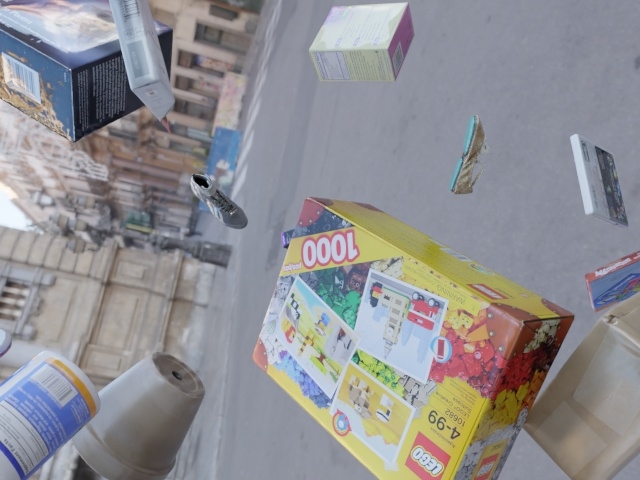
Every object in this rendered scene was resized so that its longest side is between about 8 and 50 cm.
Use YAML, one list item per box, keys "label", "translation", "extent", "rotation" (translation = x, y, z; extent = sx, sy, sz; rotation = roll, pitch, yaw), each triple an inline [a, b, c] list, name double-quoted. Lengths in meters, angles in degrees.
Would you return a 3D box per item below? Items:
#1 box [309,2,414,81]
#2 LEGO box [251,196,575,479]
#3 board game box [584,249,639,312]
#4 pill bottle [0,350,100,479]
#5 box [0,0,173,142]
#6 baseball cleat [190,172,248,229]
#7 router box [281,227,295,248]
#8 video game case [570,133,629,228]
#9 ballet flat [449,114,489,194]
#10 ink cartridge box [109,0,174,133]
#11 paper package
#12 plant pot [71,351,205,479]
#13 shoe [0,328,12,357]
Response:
- label: "box"
  translation: [0.124, -0.575, 1.839]
  extent: [0.117, 0.243, 0.213]
  rotation: [66, -142, -49]
- label: "LEGO box"
  translation: [0.135, 0.185, 1.155]
  extent: [0.500, 0.193, 0.372]
  rotation: [32, 110, 41]
- label: "board game box"
  translation: [0.746, 0.063, 1.436]
  extent: [0.145, 0.281, 0.027]
  rotation: [55, -167, -45]
- label: "pill bottle"
  translation: [-0.517, 0.324, 1.049]
  extent: [0.272, 0.152, 0.152]
  rotation: [-46, -11, -42]
- label: "box"
  translation: [-0.526, -0.399, 1.355]
  extent: [0.294, 0.296, 0.183]
  rotation: [-45, -20, -45]
- label: "baseball cleat"
  translation: [-0.291, -0.110, 1.785]
  extent: [0.072, 0.206, 0.109]
  rotation: [-51, -2, -14]
- label: "router box"
  translation: [0.000, 0.000, 1.696]
  extent: [0.133, 0.179, 0.046]
  rotation: [-19, 67, 28]
- label: "video game case"
  translation: [0.633, -0.131, 1.430]
  extent: [0.022, 0.173, 0.190]
  rotation: [-24, 63, 45]
- label: "ballet flat"
  translation: [0.368, -0.202, 1.521]
  extent: [0.073, 0.067, 0.206]
  rotation: [-80, 1, -55]
- label: "ink cartridge box"
  translation: [-0.286, -0.308, 1.082]
  extent: [0.232, 0.066, 0.189]
  rotation: [52, -158, -81]
- label: "paper package"
  translation: [0.543, 0.233, 1.077]
  extent: [0.168, 0.309, 0.325]
  rotation: [47, 138, 31]
- label: "plant pot"
  translation: [-0.483, 0.475, 1.762]
  extent: [0.280, 0.323, 0.323]
  rotation: [-51, 16, 5]
- label: "shoe"
  translation: [-0.616, 0.222, 1.167]
  extent: [0.178, 0.081, 0.063]
  rotation: [-23, 43, 19]
